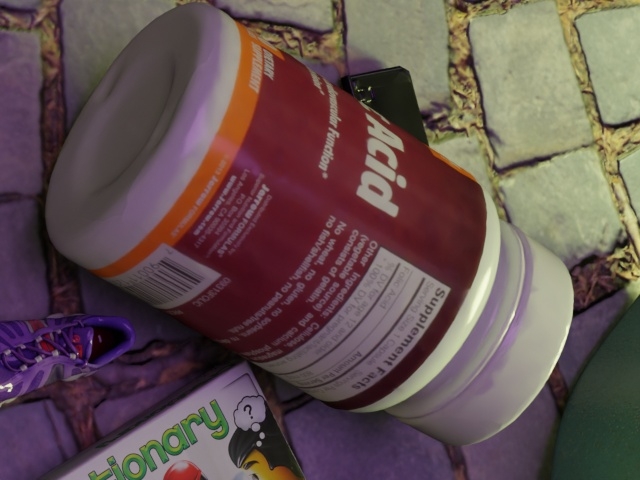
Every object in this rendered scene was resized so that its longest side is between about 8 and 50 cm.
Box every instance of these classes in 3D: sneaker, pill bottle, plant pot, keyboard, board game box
[{"bbox_3d":[-0.210,0.081,1.401,0.170,0.071,0.068,-18,90,-48],"label":"sneaker"},{"bbox_3d":[0.000,0.000,1.485,0.392,0.224,0.224,31,65,-27],"label":"pill bottle"},{"bbox_3d":[0.360,0.200,1.700,0.252,0.247,0.248,-41,105,-21],"label":"plant pot"},{"bbox_3d":[0.059,-0.063,1.663,0.108,0.023,0.180,-15,89,-42],"label":"keyboard"},{"bbox_3d":[-0.137,0.248,1.448,0.305,0.053,0.193,-32,99,-35],"label":"board game box"}]
